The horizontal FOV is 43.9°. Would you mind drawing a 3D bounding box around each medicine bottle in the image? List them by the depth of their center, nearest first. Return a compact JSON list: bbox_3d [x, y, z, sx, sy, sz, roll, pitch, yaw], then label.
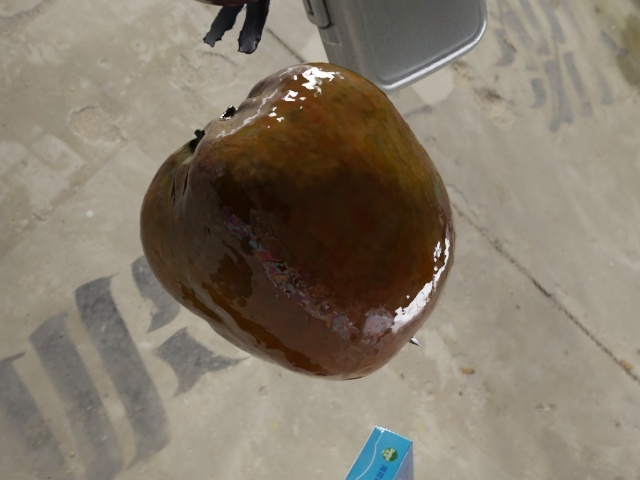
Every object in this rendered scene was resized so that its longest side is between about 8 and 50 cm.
[{"bbox_3d":[0.093,-0.401,1.097,0.282,0.123,0.375,-31,127,-16],"label":"medicine bottle"}]

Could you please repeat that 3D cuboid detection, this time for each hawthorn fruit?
[{"bbox_3d":[0.000,0.000,0.735,0.301,0.268,0.267,46,49,-10],"label":"hawthorn fruit"}]

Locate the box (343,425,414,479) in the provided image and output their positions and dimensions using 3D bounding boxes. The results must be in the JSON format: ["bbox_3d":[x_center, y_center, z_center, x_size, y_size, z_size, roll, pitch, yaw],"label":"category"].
[{"bbox_3d":[0.098,0.423,1.332,0.073,0.194,0.139,18,53,24],"label":"box"}]

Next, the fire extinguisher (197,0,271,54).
[{"bbox_3d":[-0.078,-0.177,0.364,0.114,0.135,0.337,28,10,15],"label":"fire extinguisher"}]
